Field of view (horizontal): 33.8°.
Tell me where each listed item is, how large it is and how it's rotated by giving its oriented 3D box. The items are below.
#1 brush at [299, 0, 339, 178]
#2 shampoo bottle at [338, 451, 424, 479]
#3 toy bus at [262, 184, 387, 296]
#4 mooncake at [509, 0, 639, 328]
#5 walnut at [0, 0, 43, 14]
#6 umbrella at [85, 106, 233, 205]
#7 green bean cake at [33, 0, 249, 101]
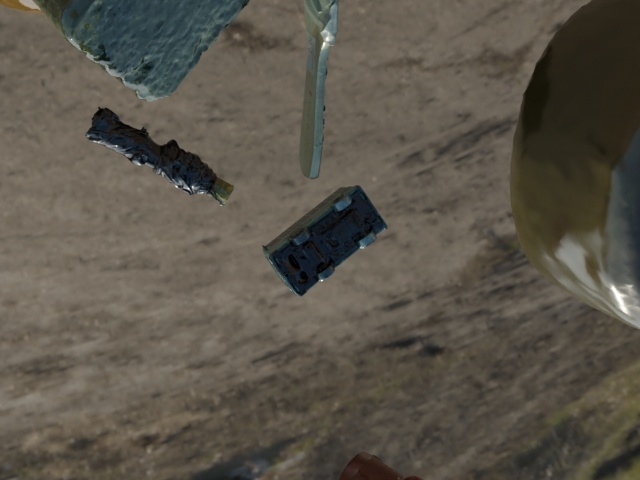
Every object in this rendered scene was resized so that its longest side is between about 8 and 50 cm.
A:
[{"bbox_3d":[-0.006,-0.214,1.291,0.020,0.085,0.337,-14,131,-21],"label":"brush"},{"bbox_3d":[0.157,0.337,1.143,0.076,0.314,0.118,-48,149,-26],"label":"shampoo bottle"},{"bbox_3d":[0.000,0.000,1.440,0.160,0.079,0.092,-39,-166,-14],"label":"toy bus"},{"bbox_3d":[0.298,-0.066,0.857,0.284,0.155,0.284,-12,114,-29],"label":"mooncake"},{"bbox_3d":[-0.286,-0.436,1.212,0.397,0.354,0.308,4,-170,-3],"label":"walnut"},{"bbox_3d":[-0.146,-0.076,0.972,0.144,0.040,0.037,28,155,-14],"label":"umbrella"},{"bbox_3d":[-0.155,-0.242,0.975,0.185,0.094,0.183,-45,155,4],"label":"green bean cake"}]
